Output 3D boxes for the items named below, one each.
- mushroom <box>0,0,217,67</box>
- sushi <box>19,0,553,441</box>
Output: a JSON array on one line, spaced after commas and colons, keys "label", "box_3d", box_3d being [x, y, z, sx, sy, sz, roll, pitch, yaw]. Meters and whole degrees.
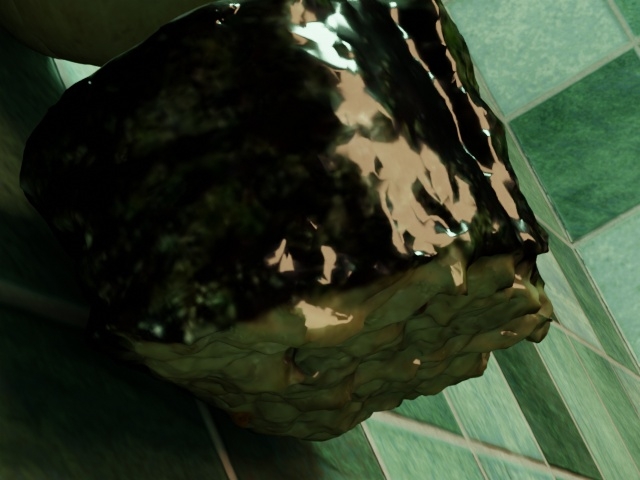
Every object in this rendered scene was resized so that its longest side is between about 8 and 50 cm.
[{"label": "mushroom", "box_3d": [-0.063, -0.146, 0.823, 0.189, 0.253, 0.195, -69, 159, -73]}, {"label": "sushi", "box_3d": [0.000, 0.000, 0.778, 0.171, 0.211, 0.350, 64, 6, 14]}]
